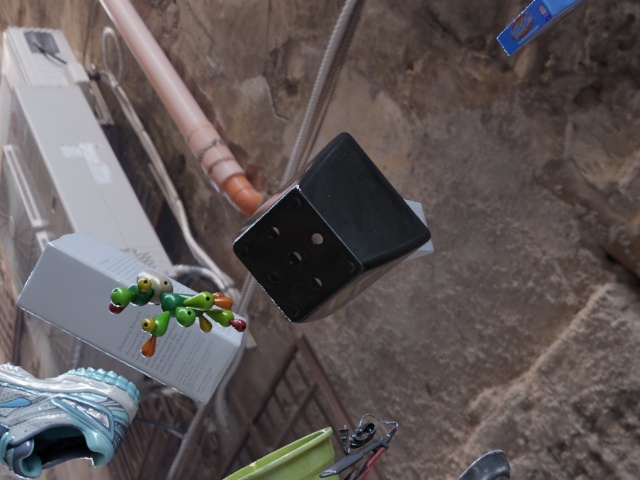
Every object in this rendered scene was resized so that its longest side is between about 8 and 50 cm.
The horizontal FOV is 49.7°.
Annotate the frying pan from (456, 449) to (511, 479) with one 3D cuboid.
[{"bbox_3d":[0.275,0.500,1.347,0.326,0.053,0.197,14,-74,-47],"label":"frying pan"}]

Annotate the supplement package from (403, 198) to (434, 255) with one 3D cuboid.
[{"bbox_3d":[0.159,-0.020,1.686,0.133,0.139,0.244,-19,-12,28],"label":"supplement package"}]

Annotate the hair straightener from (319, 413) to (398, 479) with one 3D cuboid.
[{"bbox_3d":[0.071,0.361,1.212,0.047,0.089,0.230,-25,-2,39],"label":"hair straightener"}]

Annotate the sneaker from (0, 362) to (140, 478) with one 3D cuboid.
[{"bbox_3d":[-0.375,0.225,0.850,0.282,0.122,0.110,-3,-52,2],"label":"sneaker"}]

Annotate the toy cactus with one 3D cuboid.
[{"bbox_3d":[-0.240,0.103,1.088,0.218,0.180,0.112,5,-74,-38],"label":"toy cactus"}]

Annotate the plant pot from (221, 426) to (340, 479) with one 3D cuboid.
[{"bbox_3d":[-0.048,0.539,1.329,0.275,0.254,0.276,-25,-10,-5],"label":"plant pot"}]

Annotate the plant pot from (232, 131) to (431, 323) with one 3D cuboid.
[{"bbox_3d":[0.000,0.000,0.890,0.187,0.188,0.167,-40,-1,28],"label":"plant pot"}]

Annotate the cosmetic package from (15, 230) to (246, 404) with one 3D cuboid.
[{"bbox_3d":[-0.404,0.164,1.548,0.162,0.453,0.230,-60,5,5],"label":"cosmetic package"}]

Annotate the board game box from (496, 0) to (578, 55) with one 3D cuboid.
[{"bbox_3d":[0.442,-0.437,1.258,0.210,0.047,0.160,-35,-1,-16],"label":"board game box"}]
